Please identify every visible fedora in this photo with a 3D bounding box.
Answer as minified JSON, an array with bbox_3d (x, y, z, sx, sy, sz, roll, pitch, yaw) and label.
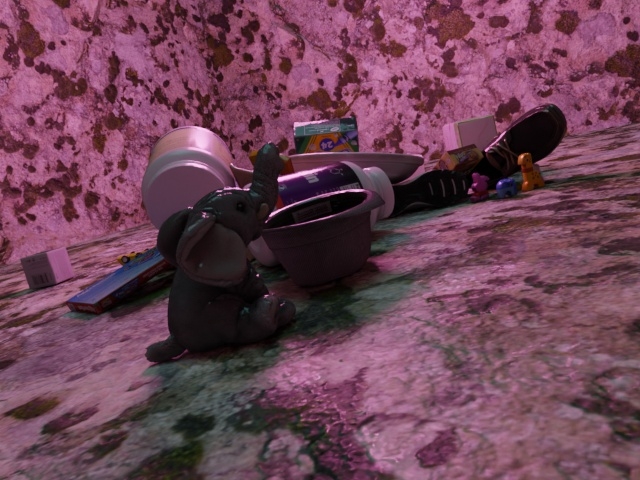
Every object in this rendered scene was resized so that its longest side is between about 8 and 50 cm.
[{"bbox_3d":[0.000,0.000,0.915,0.244,0.124,0.275,-10,13,20],"label":"fedora"}]

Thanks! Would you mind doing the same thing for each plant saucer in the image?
[{"bbox_3d":[0.095,-0.190,1.518,0.401,0.100,0.400,0,5,0],"label":"plant saucer"}]

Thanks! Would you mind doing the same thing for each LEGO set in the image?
[{"bbox_3d":[0.495,-0.170,1.346,0.227,0.093,0.087,-16,10,-19],"label":"LEGO set"}]

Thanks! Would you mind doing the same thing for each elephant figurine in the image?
[{"bbox_3d":[-0.135,0.010,0.688,0.169,0.239,0.186,-8,11,25],"label":"elephant figurine"}]

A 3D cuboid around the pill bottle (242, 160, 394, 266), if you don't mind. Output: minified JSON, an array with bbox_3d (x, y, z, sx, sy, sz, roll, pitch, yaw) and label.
[{"bbox_3d":[-0.005,-0.069,1.153,0.323,0.181,0.181,-18,11,-26],"label":"pill bottle"}]

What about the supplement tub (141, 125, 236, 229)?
[{"bbox_3d":[-0.347,-0.156,1.404,0.235,0.235,0.325,-14,28,-5],"label":"supplement tub"}]

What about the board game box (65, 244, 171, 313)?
[{"bbox_3d":[-0.403,0.069,1.158,0.145,0.027,0.281,-2,28,44],"label":"board game box"}]

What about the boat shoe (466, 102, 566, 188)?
[{"bbox_3d":[0.517,-0.232,1.437,0.130,0.132,0.355,-36,-8,-29],"label":"boat shoe"}]

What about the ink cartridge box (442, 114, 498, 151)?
[{"bbox_3d":[0.507,-0.306,1.775,0.119,0.207,0.353,-13,10,7],"label":"ink cartridge box"}]

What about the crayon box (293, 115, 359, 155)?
[{"bbox_3d":[0.031,-0.252,1.769,0.203,0.323,0.083,-6,49,3],"label":"crayon box"}]

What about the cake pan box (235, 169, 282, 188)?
[{"bbox_3d":[-0.225,-0.144,1.801,0.267,0.070,0.245,-19,-28,6],"label":"cake pan box"}]

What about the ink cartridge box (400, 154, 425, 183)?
[{"bbox_3d":[0.244,-0.239,2.004,0.283,0.117,0.207,-12,9,4],"label":"ink cartridge box"}]

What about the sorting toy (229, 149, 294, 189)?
[{"bbox_3d":[-0.123,-0.121,1.314,0.229,0.041,0.307,19,-23,17],"label":"sorting toy"}]

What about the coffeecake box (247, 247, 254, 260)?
[{"bbox_3d":[-0.204,0.008,1.306,0.142,0.068,0.185,-12,10,20],"label":"coffeecake box"}]

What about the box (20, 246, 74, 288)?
[{"bbox_3d":[-0.824,0.083,1.592,0.101,0.102,0.087,-12,8,14],"label":"box"}]

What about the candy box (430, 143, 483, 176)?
[{"bbox_3d":[0.359,-0.186,1.478,0.109,0.053,0.186,-18,-23,-28],"label":"candy box"}]

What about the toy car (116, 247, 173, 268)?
[{"bbox_3d":[-0.418,0.037,1.473,0.239,0.053,0.225,-4,13,40],"label":"toy car"}]

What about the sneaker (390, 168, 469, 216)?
[{"bbox_3d":[0.261,-0.129,1.418,0.272,0.100,0.108,-12,5,8],"label":"sneaker"}]
